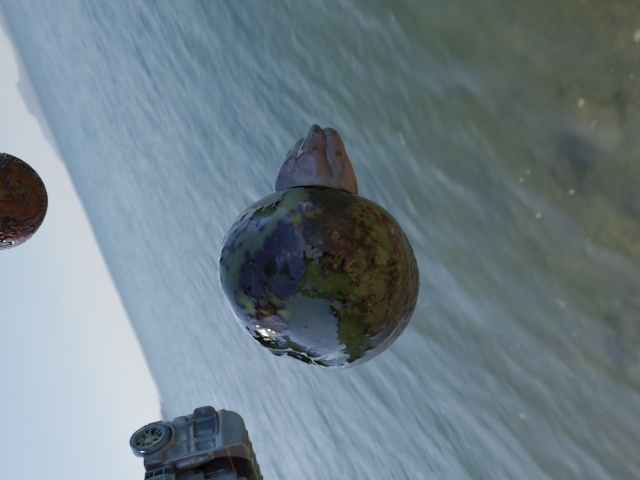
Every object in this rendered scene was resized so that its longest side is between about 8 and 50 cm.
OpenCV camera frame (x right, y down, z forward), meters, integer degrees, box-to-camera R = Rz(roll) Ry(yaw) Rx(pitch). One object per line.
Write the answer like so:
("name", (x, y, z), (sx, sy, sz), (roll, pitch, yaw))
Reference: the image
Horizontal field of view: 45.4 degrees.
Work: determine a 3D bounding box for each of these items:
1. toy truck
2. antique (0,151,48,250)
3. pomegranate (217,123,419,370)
("toy truck", (-0.092, 0.249, 0.666), (0.256, 0.140, 0.108), (-112, 6, -68))
("antique", (-0.318, -0.040, 0.745), (0.104, 0.104, 0.104), (58, 162, 31))
("pomegranate", (-0.008, 0.009, 0.512), (0.138, 0.125, 0.163), (29, -154, -51))
